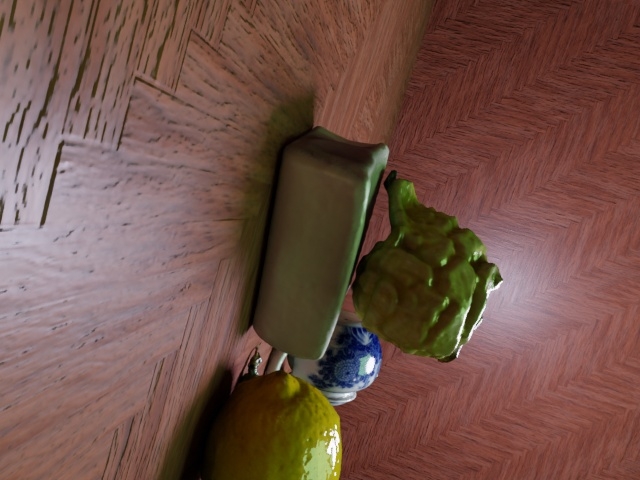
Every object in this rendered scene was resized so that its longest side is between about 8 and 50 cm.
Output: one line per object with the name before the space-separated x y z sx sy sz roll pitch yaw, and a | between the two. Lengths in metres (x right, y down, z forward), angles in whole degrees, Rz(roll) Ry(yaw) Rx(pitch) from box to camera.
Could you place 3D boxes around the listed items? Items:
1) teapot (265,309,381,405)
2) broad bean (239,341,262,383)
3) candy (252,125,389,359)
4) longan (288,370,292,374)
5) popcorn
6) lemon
teapot | 0.029 0.331 1.235 0.424 0.252 0.279 9 93 -45
broad bean | -0.149 0.366 0.910 0.098 0.056 0.317 -36 141 -76
candy | -0.002 0.001 0.788 0.208 0.145 0.358 -61 167 -59
longan | -0.060 0.468 1.338 0.189 0.189 0.189 18 90 -82
popcorn | 0.180 0.072 0.819 0.293 0.237 0.292 20 90 -80
lemon | -0.078 0.350 0.756 0.233 0.234 0.287 -15 113 -80
